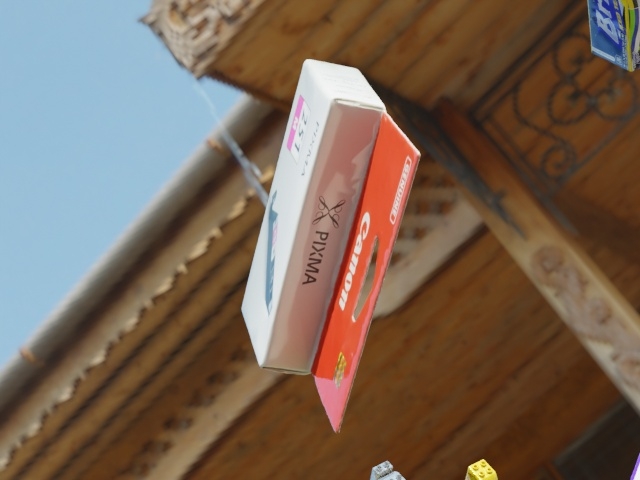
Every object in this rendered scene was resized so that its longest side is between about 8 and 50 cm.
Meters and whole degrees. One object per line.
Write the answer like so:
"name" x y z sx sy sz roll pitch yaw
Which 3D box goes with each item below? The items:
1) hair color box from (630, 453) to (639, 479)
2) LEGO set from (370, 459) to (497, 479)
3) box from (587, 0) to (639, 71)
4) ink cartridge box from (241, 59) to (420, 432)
"hair color box" 0.531 0.340 1.791 0.339 0.110 0.185 37 -111 -36
"LEGO set" 0.143 0.269 1.340 0.087 0.227 0.093 -22 -42 -31
"box" 0.252 -0.228 1.158 0.054 0.059 0.168 -21 -58 -17
"ink cartridge box" 0.000 0.000 1.300 0.060 0.239 0.275 10 -70 -15
